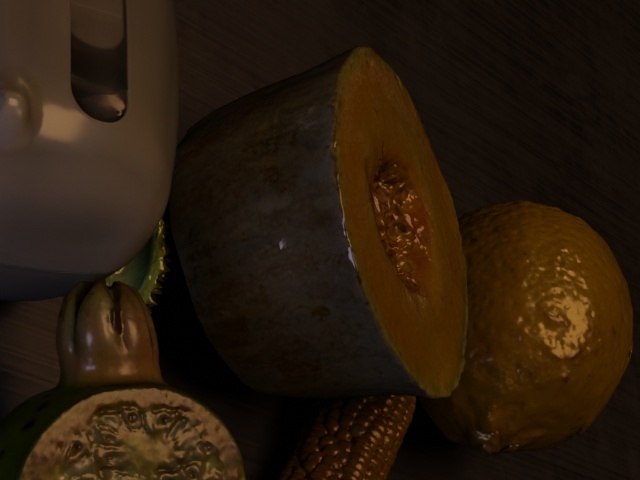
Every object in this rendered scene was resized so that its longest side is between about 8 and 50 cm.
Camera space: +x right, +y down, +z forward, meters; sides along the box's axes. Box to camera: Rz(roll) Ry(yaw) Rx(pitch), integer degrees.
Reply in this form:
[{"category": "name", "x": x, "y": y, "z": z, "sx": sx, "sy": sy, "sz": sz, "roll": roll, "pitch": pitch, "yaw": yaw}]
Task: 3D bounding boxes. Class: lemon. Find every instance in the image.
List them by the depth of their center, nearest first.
[{"category": "lemon", "x": 0.210, "y": 0.096, "z": 1.403, "sx": 0.253, "sy": 0.253, "sz": 0.310, "roll": 45, "pitch": 43, "yaw": -27}]

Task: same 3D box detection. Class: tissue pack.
[{"category": "tissue pack", "x": -0.227, "y": -0.134, "z": 0.982, "sx": 0.229, "sy": 0.236, "sz": 0.333, "roll": 11, "pitch": 64, "yaw": -35}]

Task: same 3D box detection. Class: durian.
[{"category": "durian", "x": -0.185, "y": -0.014, "z": 1.128, "sx": 0.100, "sy": 0.086, "sz": 0.215, "roll": -15, "pitch": 76, "yaw": -37}]

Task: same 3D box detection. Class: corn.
[{"category": "corn", "x": 0.012, "y": 0.225, "z": 1.222, "sx": 0.102, "sy": 0.102, "sz": 0.313, "roll": 49, "pitch": 41, "yaw": -22}]

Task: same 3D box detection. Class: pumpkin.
[{"category": "pumpkin", "x": 0.000, "y": 0.000, "z": 1.205, "sx": 0.332, "sy": 0.199, "sz": 0.332, "roll": 43, "pitch": 39, "yaw": -50}]

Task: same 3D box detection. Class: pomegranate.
[{"category": "pomegranate", "x": -0.177, "y": 0.163, "z": 0.964, "sx": 0.190, "sy": 0.159, "sz": 0.241, "roll": -33, "pitch": 106, "yaw": -26}]
